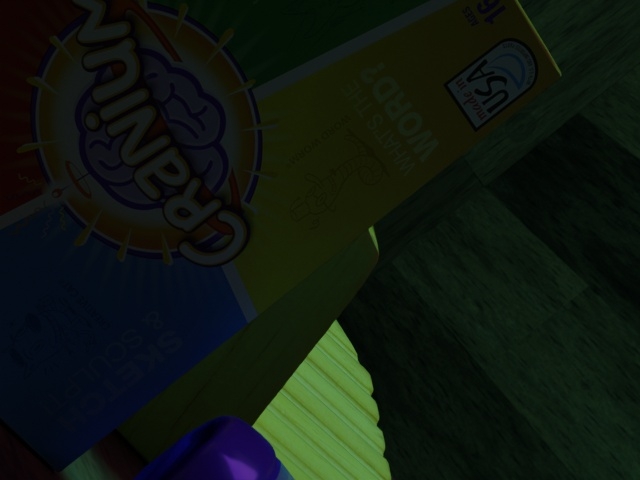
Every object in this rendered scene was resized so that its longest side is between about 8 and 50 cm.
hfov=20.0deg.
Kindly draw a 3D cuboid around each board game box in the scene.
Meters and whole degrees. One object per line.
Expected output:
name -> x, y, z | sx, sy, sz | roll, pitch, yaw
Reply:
board game box -> -0.074, -0.070, 0.836 | 0.242, 0.316, 0.064 | 51, 1, -37

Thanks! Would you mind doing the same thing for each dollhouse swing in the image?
dollhouse swing -> 0.000, 0.000, 1.256 | 0.305, 0.315, 0.347 | 29, 24, -21

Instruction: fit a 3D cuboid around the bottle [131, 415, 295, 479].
bottle -> 0.012, 0.216, 0.862 | 0.283, 0.092, 0.118 | 51, 2, -3
